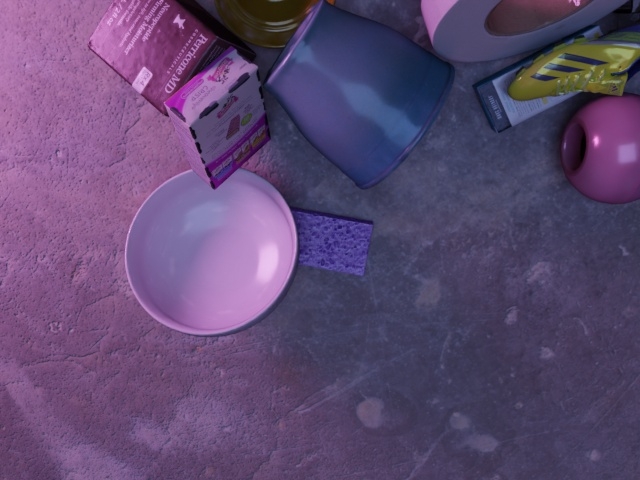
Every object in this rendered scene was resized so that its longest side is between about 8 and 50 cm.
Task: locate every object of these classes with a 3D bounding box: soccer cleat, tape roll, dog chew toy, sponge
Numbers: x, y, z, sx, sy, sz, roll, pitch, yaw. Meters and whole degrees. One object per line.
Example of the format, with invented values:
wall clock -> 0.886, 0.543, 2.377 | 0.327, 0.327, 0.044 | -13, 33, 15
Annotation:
soccer cleat -> 0.479, -0.300, 1.208 | 0.289, 0.093, 0.121 | -21, 82, 6
tape roll -> 0.357, -0.413, 1.104 | 0.391, 0.392, 0.072 | -17, 81, 7
dog chew toy -> 0.629, -0.170, 1.275 | 0.331, 0.207, 0.207 | 0, 109, -7
sponge -> 0.000, 0.000, 1.429 | 0.209, 0.031, 0.117 | 10, 109, -1

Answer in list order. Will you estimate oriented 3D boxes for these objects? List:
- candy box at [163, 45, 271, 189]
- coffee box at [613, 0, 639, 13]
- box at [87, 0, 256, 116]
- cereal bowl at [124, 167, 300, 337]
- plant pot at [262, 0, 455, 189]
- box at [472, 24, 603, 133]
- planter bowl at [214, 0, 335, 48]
candy box -> -0.177, -0.213, 1.227 | 0.071, 0.233, 0.159 | 41, 74, 16
coffee box -> 0.606, -0.532, 1.199 | 0.141, 0.098, 0.247 | -4, 108, 3
box -> -0.262, -0.342, 1.223 | 0.203, 0.167, 0.168 | 42, 105, 11
cereal bowl -> -0.201, 0.029, 1.355 | 0.338, 0.141, 0.339 | -2, 75, 6
plant pot -> 0.050, -0.274, 1.198 | 0.255, 0.272, 0.272 | 34, 106, -15
box -> 0.424, -0.307, 1.299 | 0.244, 0.060, 0.101 | -26, 105, 10
planter bowl -> -0.082, -0.463, 1.222 | 0.217, 0.090, 0.217 | -3, 137, -2
